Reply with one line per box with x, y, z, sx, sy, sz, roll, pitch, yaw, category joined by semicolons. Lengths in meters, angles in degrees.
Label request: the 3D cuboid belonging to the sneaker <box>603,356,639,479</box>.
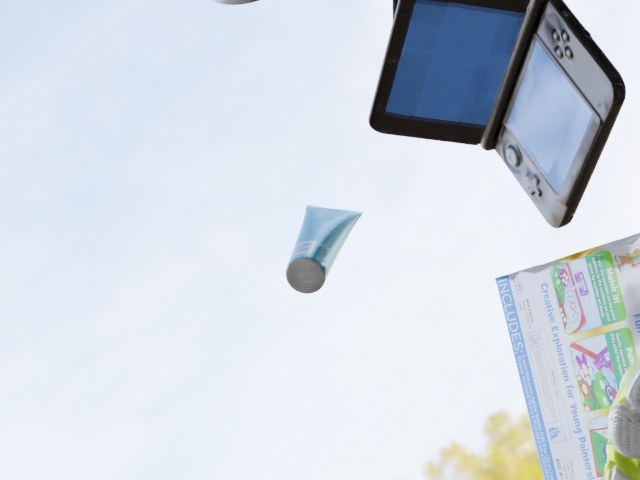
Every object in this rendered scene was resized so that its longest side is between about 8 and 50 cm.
0.275;0.146;1.360;0.126;0.091;0.240;-65;-15;-53;sneaker

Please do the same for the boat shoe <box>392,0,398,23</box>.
0.161;-0.435;2.479;0.104;0.111;0.307;-25;-54;-65;boat shoe

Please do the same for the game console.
0.209;-0.162;2.087;0.173;0.250;0.293;-20;-29;-21;game console

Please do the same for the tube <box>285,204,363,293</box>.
0.000;0.000;2.263;0.207;0.080;0.052;-66;-15;-61;tube

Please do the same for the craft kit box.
0.311;0.122;1.677;0.247;0.249;0.061;-20;-12;41;craft kit box

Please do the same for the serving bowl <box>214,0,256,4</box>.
-0.077;-0.272;1.731;0.083;0.083;0.027;-25;-53;-17;serving bowl
